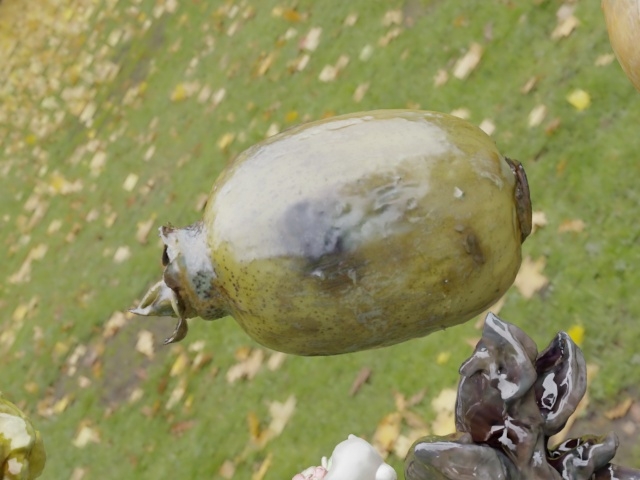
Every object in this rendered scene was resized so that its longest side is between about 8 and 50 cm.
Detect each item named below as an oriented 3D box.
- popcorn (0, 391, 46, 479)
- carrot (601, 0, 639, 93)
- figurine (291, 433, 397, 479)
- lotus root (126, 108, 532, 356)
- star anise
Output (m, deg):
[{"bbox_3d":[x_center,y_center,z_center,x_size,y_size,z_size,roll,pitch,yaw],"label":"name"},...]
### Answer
[{"bbox_3d":[-0.358,0.238,1.220,0.187,0.167,0.185,-17,35,2],"label":"popcorn"},{"bbox_3d":[0.338,-0.248,1.009,0.224,0.224,0.341,-40,37,49],"label":"carrot"},{"bbox_3d":[0.005,0.273,1.276,0.146,0.081,0.098,-42,9,-14],"label":"figurine"},{"bbox_3d":[0.000,-0.001,0.808,0.154,0.278,0.154,168,90,-90],"label":"lotus root"},{"bbox_3d":[0.124,0.175,0.772,0.129,0.212,0.283,7,107,42],"label":"star anise"}]
